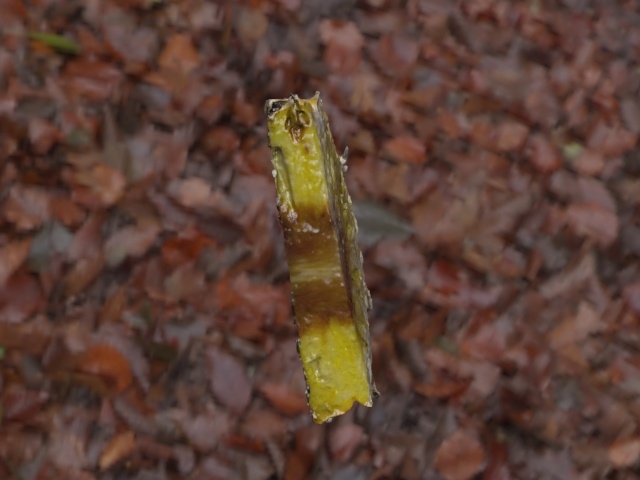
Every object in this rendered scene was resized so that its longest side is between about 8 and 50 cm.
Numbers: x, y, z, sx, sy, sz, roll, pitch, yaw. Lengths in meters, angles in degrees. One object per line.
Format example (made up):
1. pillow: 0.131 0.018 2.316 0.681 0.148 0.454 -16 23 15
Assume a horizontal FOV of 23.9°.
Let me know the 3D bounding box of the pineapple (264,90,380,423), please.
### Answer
1. pineapple: 0.000 0.000 0.365 0.019 0.083 0.045 -9 18 4
